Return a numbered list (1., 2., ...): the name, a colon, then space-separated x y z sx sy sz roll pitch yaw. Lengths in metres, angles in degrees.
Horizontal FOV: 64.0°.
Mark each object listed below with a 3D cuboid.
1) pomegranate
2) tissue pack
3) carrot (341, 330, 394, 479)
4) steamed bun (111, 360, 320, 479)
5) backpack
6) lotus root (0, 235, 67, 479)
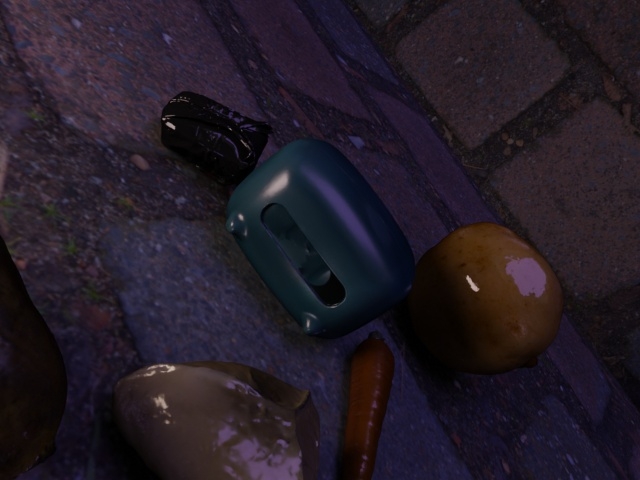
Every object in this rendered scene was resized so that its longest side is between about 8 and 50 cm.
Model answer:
1. pomegranate: 0.312 0.109 0.996 0.307 0.307 0.307 36 31 -26
2. tissue pack: 0.000 0.000 0.764 0.287 0.198 0.206 54 26 -3
3. carrot: 0.065 0.246 0.714 0.069 0.069 0.336 41 32 -17
4. steamed bun: -0.065 0.187 0.509 0.231 0.110 0.212 44 14 13
5. backpack: -0.171 -0.162 0.818 0.165 0.106 0.120 26 45 -3
6. lotus root: -0.284 0.051 0.335 0.275 0.160 0.152 52 17 4
